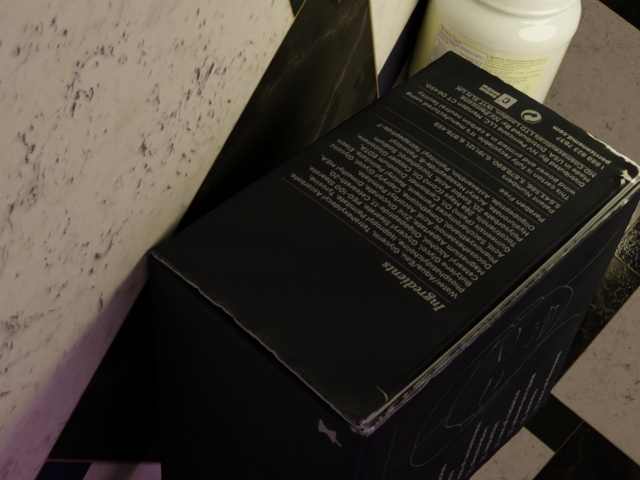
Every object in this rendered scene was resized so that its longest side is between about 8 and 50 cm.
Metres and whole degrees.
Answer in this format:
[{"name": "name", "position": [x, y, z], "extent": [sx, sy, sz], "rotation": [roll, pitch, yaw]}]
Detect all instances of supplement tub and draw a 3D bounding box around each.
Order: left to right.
[{"name": "supplement tub", "position": [0.274, -0.325, 1.646], "extent": [0.235, 0.236, 0.324], "rotation": [-56, 167, -37]}]

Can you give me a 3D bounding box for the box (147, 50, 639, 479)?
[{"name": "box", "position": [0.075, 0.120, 1.208], "extent": [0.472, 0.297, 0.479], "rotation": [-38, 153, -32]}]
